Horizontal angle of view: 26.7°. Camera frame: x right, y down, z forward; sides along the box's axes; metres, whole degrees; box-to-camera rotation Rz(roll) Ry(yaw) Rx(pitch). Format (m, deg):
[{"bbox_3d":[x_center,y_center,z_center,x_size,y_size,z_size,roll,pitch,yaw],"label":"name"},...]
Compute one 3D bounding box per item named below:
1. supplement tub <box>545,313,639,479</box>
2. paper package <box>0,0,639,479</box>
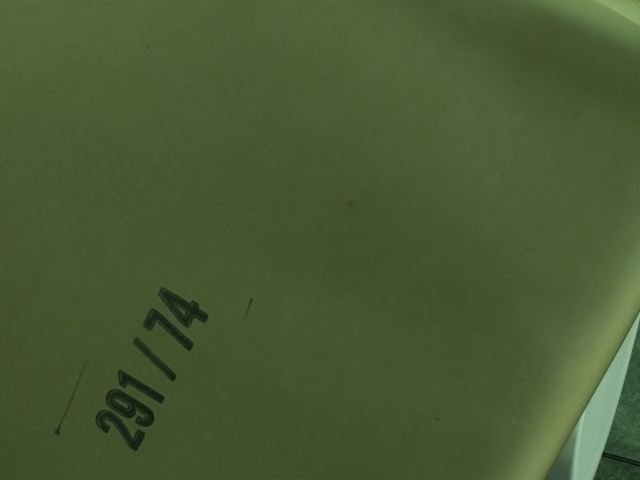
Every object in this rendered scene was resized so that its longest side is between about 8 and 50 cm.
[{"bbox_3d":[0.000,0.000,0.710,0.235,0.325,0.235,13,90,-72],"label":"supplement tub"},{"bbox_3d":[-0.052,-0.004,0.489,0.325,0.309,0.168,-67,174,27],"label":"paper package"}]
